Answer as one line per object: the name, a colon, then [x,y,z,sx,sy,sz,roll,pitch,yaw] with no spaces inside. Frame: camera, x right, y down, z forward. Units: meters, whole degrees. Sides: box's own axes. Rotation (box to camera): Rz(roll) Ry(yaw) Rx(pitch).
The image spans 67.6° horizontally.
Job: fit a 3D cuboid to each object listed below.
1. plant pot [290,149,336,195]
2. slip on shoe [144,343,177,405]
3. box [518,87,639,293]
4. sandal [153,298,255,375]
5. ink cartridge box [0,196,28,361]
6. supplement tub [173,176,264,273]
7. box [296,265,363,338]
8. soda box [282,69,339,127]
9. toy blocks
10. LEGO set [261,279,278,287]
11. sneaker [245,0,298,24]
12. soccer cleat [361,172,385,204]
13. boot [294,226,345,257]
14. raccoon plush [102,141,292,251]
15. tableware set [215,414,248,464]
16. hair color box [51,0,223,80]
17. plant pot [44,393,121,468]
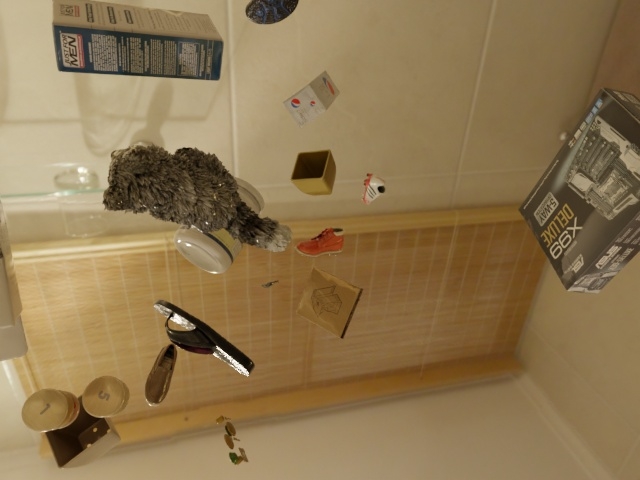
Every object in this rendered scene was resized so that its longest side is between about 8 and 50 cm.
plant pot: [-0.007,-0.143,1.070,0.082,0.083,0.081,0,-121,25]
slip on shoe: [-0.342,0.287,1.036,0.052,0.041,0.135,25,-132,-14]
box: [0.527,-0.088,0.903,0.077,0.307,0.242,6,-136,-13]
sandal: [-0.441,0.361,1.721,0.446,0.167,0.107,33,-119,10]
ink cartridge box: [-0.286,0.018,0.346,0.104,0.180,0.060,-11,-172,-27]
supplement tub: [-0.378,-0.063,1.830,0.236,0.235,0.324,16,-123,21]
box: [0.024,0.188,1.478,0.201,0.164,0.021,22,-179,41]
soda box: [-0.016,-0.330,1.102,0.074,0.069,0.216,-29,-162,23]
toy blocks: [-0.336,0.232,0.679,0.123,0.148,0.054,-8,-106,-20]
LEGO set: [-0.181,0.161,1.727,0.083,0.023,0.054,-8,173,-46]
sneaker: [-0.075,-0.547,1.021,0.211,0.080,0.081,-32,-125,18]
soccer cleat: [0.089,-0.080,0.784,0.036,0.083,0.029,21,-114,12]
boot: [0.000,0.000,1.320,0.158,0.084,0.059,-7,-143,-36]
raccoon plush: [-0.283,-0.106,1.146,0.447,0.216,0.299,16,-172,3]
tableware set: [-0.267,0.585,1.401,0.024,0.104,0.154,-33,-122,-1]
hair color box: [-0.416,-0.460,1.101,0.348,0.105,0.173,-4,-137,-25]
plant pot: [-0.469,0.388,0.964,0.109,0.096,0.109,-35,-121,-17]
